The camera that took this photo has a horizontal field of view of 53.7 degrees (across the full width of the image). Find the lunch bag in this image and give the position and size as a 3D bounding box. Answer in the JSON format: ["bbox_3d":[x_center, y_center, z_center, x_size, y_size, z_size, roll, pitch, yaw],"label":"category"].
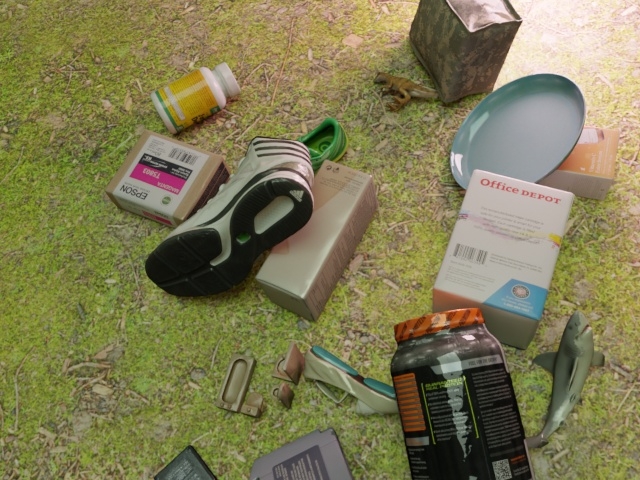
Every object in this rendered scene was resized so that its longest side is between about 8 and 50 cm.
[{"bbox_3d":[0.322,-0.517,1.500,0.168,0.235,0.287,-17,63,-13],"label":"lunch bag"}]

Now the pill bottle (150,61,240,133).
[{"bbox_3d":[-0.315,-0.368,1.610,0.208,0.118,0.118,-29,63,-5],"label":"pill bottle"}]

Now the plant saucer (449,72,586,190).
[{"bbox_3d":[0.430,-0.225,1.380,0.317,0.043,0.318,-30,42,31],"label":"plant saucer"}]

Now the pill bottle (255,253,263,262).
[{"bbox_3d":[-0.165,-0.012,1.437,0.067,0.067,0.120,-16,63,2],"label":"pill bottle"}]

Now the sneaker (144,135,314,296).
[{"bbox_3d":[-0.180,-0.058,1.363,0.447,0.169,0.258,-31,29,27],"label":"sneaker"}]

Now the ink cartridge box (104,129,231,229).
[{"bbox_3d":[-0.365,-0.142,1.524,0.234,0.088,0.193,20,68,17],"label":"ink cartridge box"}]

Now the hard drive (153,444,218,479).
[{"bbox_3d":[-0.251,0.484,1.233,0.094,0.022,0.135,-41,65,-11],"label":"hard drive"}]

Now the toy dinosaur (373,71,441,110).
[{"bbox_3d":[0.216,-0.369,1.552,0.211,0.064,0.112,25,69,19],"label":"toy dinosaur"}]

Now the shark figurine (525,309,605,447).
[{"bbox_3d":[0.439,0.270,1.199,0.116,0.166,0.279,20,86,45],"label":"shark figurine"}]

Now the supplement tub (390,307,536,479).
[{"bbox_3d":[0.240,0.300,1.105,0.206,0.207,0.338,-11,76,4],"label":"supplement tub"}]

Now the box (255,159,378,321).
[{"bbox_3d":[0.000,0.000,1.362,0.121,0.148,0.311,22,68,20],"label":"box"}]

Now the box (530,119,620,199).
[{"bbox_3d":[0.550,-0.178,1.385,0.170,0.091,0.130,11,67,14],"label":"box"}]

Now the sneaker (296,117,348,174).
[{"bbox_3d":[-0.053,-0.175,1.467,0.109,0.123,0.296,33,74,22],"label":"sneaker"}]

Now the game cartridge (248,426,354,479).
[{"bbox_3d":[-0.030,0.457,1.099,0.198,0.062,0.297,-29,20,-2],"label":"game cartridge"}]

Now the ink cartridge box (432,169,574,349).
[{"bbox_3d":[0.356,0.038,1.251,0.198,0.197,0.270,17,68,17],"label":"ink cartridge box"}]

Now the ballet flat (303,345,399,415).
[{"bbox_3d":[0.070,0.296,1.250,0.248,0.086,0.086,26,71,22],"label":"ballet flat"}]

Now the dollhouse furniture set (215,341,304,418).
[{"bbox_3d":[-0.131,0.272,1.260,0.151,0.123,0.144,11,66,15],"label":"dollhouse furniture set"}]
